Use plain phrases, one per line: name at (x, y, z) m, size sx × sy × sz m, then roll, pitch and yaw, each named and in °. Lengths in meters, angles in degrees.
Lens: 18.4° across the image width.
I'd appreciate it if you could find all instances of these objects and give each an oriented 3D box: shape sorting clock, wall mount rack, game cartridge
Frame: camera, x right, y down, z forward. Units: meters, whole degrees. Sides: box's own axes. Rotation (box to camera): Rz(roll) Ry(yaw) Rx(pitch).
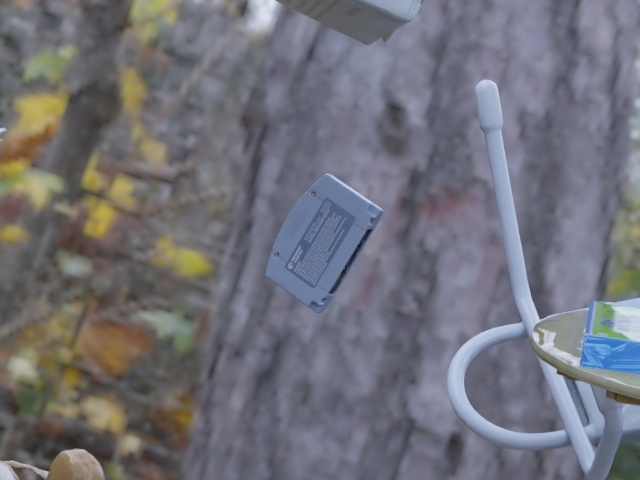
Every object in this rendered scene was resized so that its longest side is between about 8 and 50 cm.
shape sorting clock at (0.232, 0.076, 1.215) m, size 0.206 × 0.040 × 0.206 m, roll 7°, pitch 9°, yaw -1°
wall mount rack at (0.252, 0.016, 1.425) m, size 0.350 × 0.304 × 0.130 m, roll -9°, pitch -39°, yaw -11°
game cartridge at (0.000, 0.000, 1.328) m, size 0.056 × 0.083 × 0.017 m, roll 35°, pitch 11°, yaw 20°

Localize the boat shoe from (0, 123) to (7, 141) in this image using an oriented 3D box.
boat shoe at (-0.285, -0.087, 1.613) m, size 0.042 × 0.049 × 0.133 m, roll 54°, pitch -7°, yaw -8°

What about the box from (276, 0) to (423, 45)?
box at (0.028, -0.225, 1.181) m, size 0.119 × 0.182 × 0.181 m, roll 25°, pitch -1°, yaw -6°

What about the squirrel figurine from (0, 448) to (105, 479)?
squirrel figurine at (-0.316, 0.389, 1.928) m, size 0.281 × 0.397 × 0.370 m, roll -5°, pitch 10°, yaw -32°
